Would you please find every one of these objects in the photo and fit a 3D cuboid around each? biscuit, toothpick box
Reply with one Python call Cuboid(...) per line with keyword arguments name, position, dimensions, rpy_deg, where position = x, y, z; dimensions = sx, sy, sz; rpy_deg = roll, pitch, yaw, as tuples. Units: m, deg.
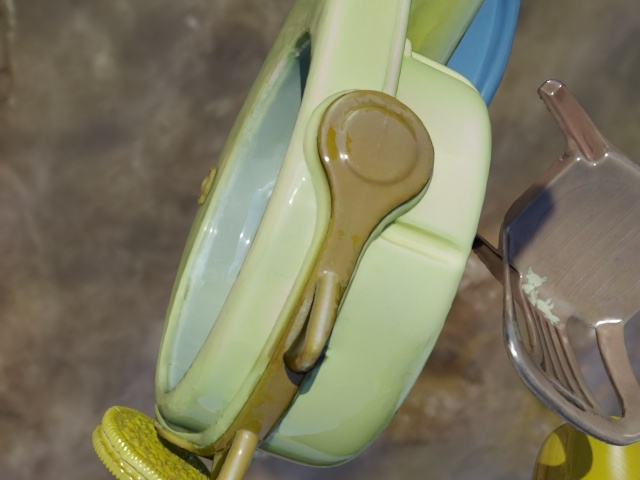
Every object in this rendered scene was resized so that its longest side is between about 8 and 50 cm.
Cuboid(name="biscuit", position=(-0.101, 0.134, 1.020), dimensions=(0.084, 0.084, 0.023), rpy_deg=(29, 103, -44))
Cuboid(name="toothpick box", position=(0.281, 0.308, 1.672), dimensions=(0.175, 0.271, 0.175), rpy_deg=(5, 134, 5))

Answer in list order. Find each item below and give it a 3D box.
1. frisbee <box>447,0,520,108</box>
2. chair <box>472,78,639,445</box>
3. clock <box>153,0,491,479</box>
Cuboid(name="frisbee", position=(0.058, -0.162, 1.367), dimensions=(0.289, 0.049, 0.289), rpy_deg=(-30, 135, -36))
Cuboid(name="chair", position=(0.240, 0.016, 1.497), dimensions=(0.175, 0.326, 0.183), rpy_deg=(37, 104, -21))
Cuboid(name="clock", position=(0.000, 0.000, 0.985), dimensions=(0.117, 0.348, 0.286), rpy_deg=(21, 129, -12))
